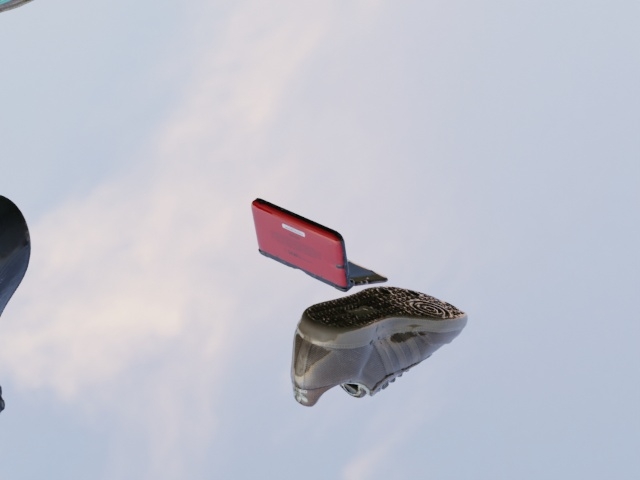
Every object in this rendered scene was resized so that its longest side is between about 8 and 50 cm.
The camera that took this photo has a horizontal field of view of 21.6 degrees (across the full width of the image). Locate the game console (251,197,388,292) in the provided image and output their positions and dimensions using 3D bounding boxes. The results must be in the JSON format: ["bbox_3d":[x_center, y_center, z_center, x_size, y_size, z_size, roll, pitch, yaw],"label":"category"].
[{"bbox_3d":[0.000,0.000,2.030,0.144,0.124,0.085,23,-132,34],"label":"game console"}]

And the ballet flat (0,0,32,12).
[{"bbox_3d":[-0.174,-0.291,1.261,0.124,0.116,0.342,-33,171,-43],"label":"ballet flat"}]

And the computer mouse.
[{"bbox_3d":[-0.434,0.073,2.024,0.188,0.272,0.072,29,-162,20],"label":"computer mouse"}]

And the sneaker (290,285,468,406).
[{"bbox_3d":[0.039,0.080,1.275,0.066,0.071,0.188,29,-160,35],"label":"sneaker"}]
